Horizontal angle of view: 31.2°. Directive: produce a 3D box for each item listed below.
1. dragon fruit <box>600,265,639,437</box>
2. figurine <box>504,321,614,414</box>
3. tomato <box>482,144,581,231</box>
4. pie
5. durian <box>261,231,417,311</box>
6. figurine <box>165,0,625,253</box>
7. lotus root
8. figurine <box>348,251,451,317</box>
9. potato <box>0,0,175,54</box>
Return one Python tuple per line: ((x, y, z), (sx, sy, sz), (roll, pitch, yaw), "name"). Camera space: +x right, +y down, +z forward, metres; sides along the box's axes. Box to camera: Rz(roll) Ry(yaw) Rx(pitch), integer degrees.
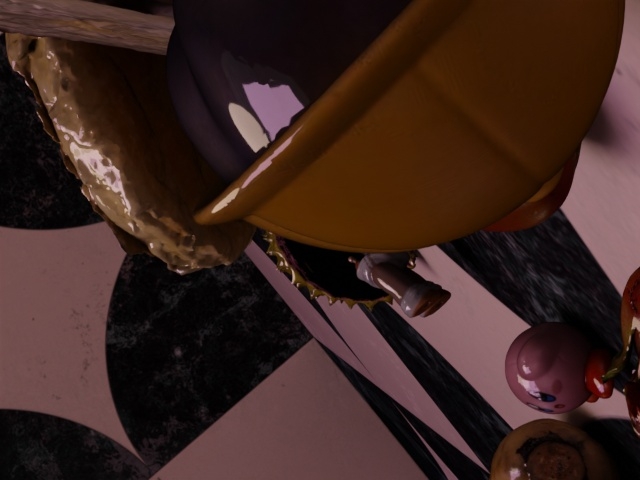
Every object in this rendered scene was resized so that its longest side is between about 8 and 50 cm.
((0.170, 0.046, 0.422), (0.138, 0.142, 0.175), (-33, -75, -64), "dragon fruit")
((0.169, 0.093, 0.832), (0.083, 0.071, 0.067), (83, -172, -62), "figurine")
((0.091, -0.047, 0.562), (0.087, 0.075, 0.087), (31, -125, -58), "tomato")
((-0.142, -0.130, 0.938), (0.339, 0.083, 0.339), (54, -155, -40), "pie")
((0.000, 0.000, 1.143), (0.186, 0.119, 0.108), (48, 168, -1), "durian")
((0.007, -0.122, 0.392), (0.192, 0.167, 0.256), (-73, -35, -84), "figurine")
((0.217, 0.231, 1.057), (0.221, 0.118, 0.125), (61, -161, -65), "lotus root")
((0.037, -0.021, 0.971), (0.197, 0.093, 0.147), (38, -170, 23), "figurine")
((-0.140, -0.246, 0.552), (0.290, 0.397, 0.295), (19, 104, 63), "potato")
